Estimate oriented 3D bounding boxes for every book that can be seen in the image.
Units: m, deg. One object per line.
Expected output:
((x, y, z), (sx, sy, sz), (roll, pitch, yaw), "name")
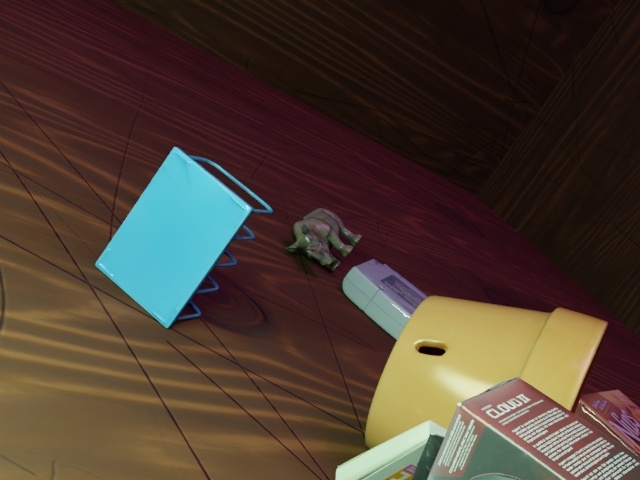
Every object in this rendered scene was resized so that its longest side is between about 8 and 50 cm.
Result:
((0.097, 0.237, 0.977), (0.096, 0.144, 0.035), (30, 42, -24), "book")

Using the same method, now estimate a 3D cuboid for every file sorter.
((-0.154, -0.004, 1.133), (0.118, 0.170, 0.104), (39, 12, 14), "file sorter")

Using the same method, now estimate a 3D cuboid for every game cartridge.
((0.176, 0.144, 1.663), (0.297, 0.062, 0.198), (38, 18, 11), "game cartridge")

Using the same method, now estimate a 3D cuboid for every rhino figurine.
((0.000, 0.000, 1.686), (0.106, 0.073, 0.243), (40, 15, 2), "rhino figurine")

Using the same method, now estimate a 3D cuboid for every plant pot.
((0.184, 0.190, 1.114), (0.203, 0.291, 0.291), (23, 10, 18), "plant pot")

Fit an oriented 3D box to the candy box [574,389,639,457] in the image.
((0.541, 0.362, 1.722), (0.183, 0.087, 0.316), (43, 16, 27), "candy box")

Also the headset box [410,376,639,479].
((0.199, 0.277, 0.830), (0.293, 0.218, 0.110), (34, 27, 33), "headset box")
